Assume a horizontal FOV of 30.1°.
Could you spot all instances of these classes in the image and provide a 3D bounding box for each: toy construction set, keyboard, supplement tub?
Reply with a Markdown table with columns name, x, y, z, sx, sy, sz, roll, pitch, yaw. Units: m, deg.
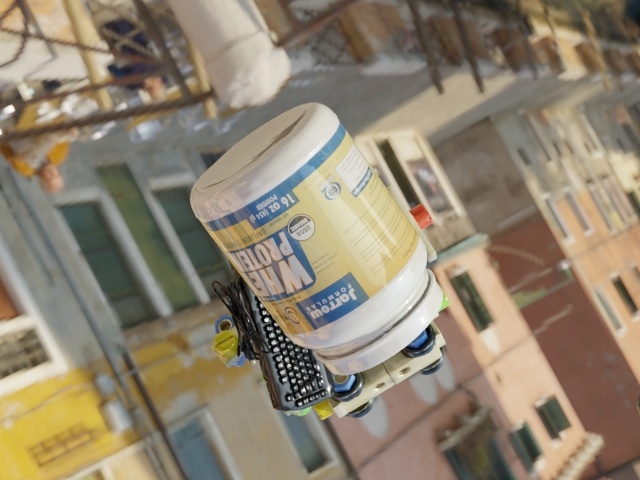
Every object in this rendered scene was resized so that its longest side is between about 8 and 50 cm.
| name | x | y | z | sx | sy | sz | roll | pitch | yaw |
| --- | --- | --- | --- | --- | --- | --- | --- | --- | --- |
| toy construction set | 0.030 | 0.095 | 1.470 | 0.328 | 0.215 | 0.151 | -40 | 146 | 12 |
| keyboard | -0.045 | 0.085 | 1.225 | 0.100 | 0.192 | 0.038 | -19 | -177 | -25 |
| supplement tub | 0.000 | 0.000 | 1.009 | 0.144 | 0.199 | 0.144 | -33 | -164 | 11 |

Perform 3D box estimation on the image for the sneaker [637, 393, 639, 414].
| name | x | y | z | sx | sy | sz | roll | pitch | yaw |
| --- | --- | --- | --- | --- | --- | --- | --- | --- | --- |
| sneaker | 0.467 | 0.127 | 1.271 | 0.283 | 0.107 | 0.124 | -27 | -179 | 3 |
